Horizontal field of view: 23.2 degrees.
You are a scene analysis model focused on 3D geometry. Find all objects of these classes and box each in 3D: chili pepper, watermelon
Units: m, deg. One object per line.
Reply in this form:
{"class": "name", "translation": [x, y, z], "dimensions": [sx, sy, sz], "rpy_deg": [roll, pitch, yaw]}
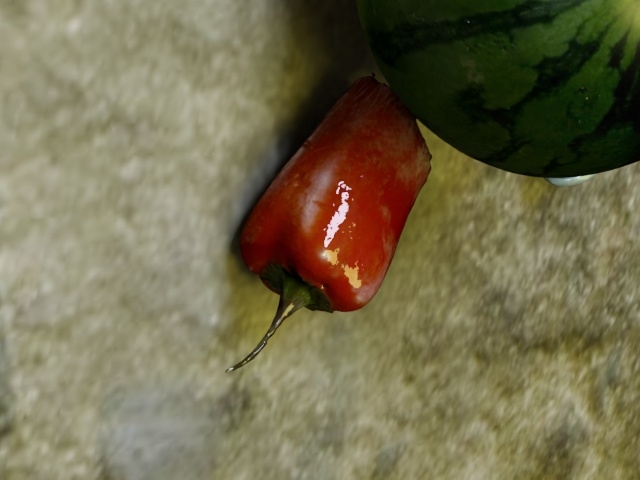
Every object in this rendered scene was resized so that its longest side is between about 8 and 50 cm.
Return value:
{"class": "chili pepper", "translation": [0.000, 0.000, 0.888], "dimensions": [0.086, 0.084, 0.192], "rpy_deg": [41, 68, -19]}
{"class": "watermelon", "translation": [0.132, -0.153, 0.842], "dimensions": [0.242, 0.242, 0.242], "rpy_deg": [-28, 128, -42]}

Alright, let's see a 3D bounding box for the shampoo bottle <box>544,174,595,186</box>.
{"class": "shampoo bottle", "translation": [0.164, -0.127, 1.048], "dimensions": [0.065, 0.065, 0.204], "rpy_deg": [-38, 135, -35]}
